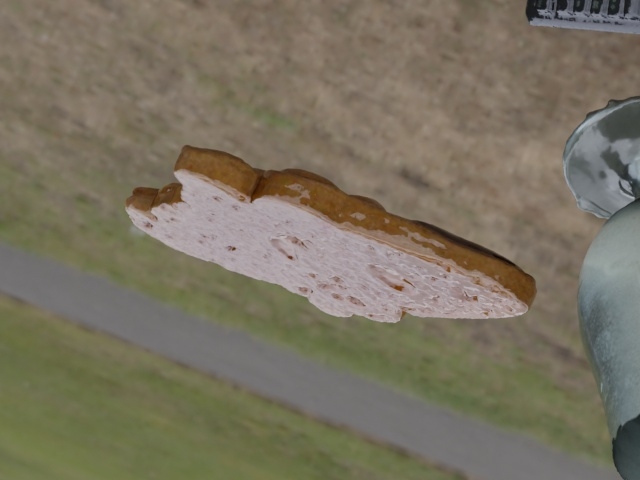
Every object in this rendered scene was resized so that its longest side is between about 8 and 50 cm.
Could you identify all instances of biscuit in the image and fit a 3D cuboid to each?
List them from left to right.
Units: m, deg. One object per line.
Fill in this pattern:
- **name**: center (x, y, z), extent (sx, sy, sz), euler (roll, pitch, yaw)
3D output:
- **biscuit**: center (0.000, 0.000, 0.928), extent (0.280, 0.043, 0.183), euler (8, 158, 32)

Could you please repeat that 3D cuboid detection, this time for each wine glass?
- **wine glass**: center (0.184, 0.027, 0.831), extent (0.103, 0.222, 0.103), euler (2, 135, 2)

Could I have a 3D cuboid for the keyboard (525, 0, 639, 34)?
- **keyboard**: center (0.094, -0.141, 0.477), extent (0.010, 0.155, 0.053), euler (3, -173, -44)
